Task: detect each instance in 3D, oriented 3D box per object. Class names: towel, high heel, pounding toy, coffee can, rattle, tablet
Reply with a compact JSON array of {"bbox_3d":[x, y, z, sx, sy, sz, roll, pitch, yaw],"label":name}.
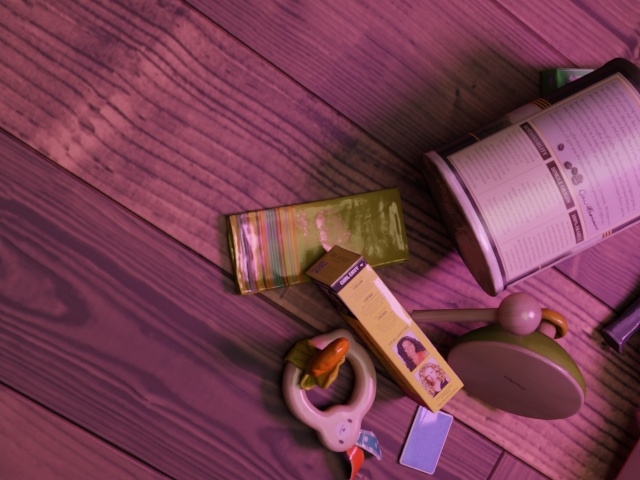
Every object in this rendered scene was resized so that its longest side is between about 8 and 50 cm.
[{"bbox_3d":[0.000,0.000,1.517,0.237,0.021,0.102,-11,97,-20],"label":"towel"},{"bbox_3d":[0.541,0.151,1.639,0.186,0.093,0.261,-39,66,-11],"label":"high heel"},{"bbox_3d":[0.253,0.124,1.545,0.237,0.183,0.110,51,52,-37],"label":"pounding toy"},{"bbox_3d":[0.291,-0.078,1.494,0.275,0.201,0.201,-26,102,-3],"label":"coffee can"},{"bbox_3d":[0.042,0.211,1.486,0.130,0.143,0.199,-18,93,-38],"label":"rattle"},{"bbox_3d":[0.140,0.264,1.592,0.054,0.006,0.083,23,84,-20],"label":"tablet"}]

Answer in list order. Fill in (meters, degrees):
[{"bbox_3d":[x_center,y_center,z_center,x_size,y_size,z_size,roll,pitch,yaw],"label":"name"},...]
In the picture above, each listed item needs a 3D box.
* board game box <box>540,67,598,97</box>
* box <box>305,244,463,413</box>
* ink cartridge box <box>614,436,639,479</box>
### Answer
[{"bbox_3d":[0.455,-0.131,1.671,0.317,0.046,0.213,-2,93,-21],"label":"board game box"},{"bbox_3d":[0.082,0.112,1.508,0.058,0.087,0.232,-44,114,-11],"label":"box"},{"bbox_3d":[0.557,0.398,1.669,0.306,0.131,0.226,22,101,-20],"label":"ink cartridge box"}]
